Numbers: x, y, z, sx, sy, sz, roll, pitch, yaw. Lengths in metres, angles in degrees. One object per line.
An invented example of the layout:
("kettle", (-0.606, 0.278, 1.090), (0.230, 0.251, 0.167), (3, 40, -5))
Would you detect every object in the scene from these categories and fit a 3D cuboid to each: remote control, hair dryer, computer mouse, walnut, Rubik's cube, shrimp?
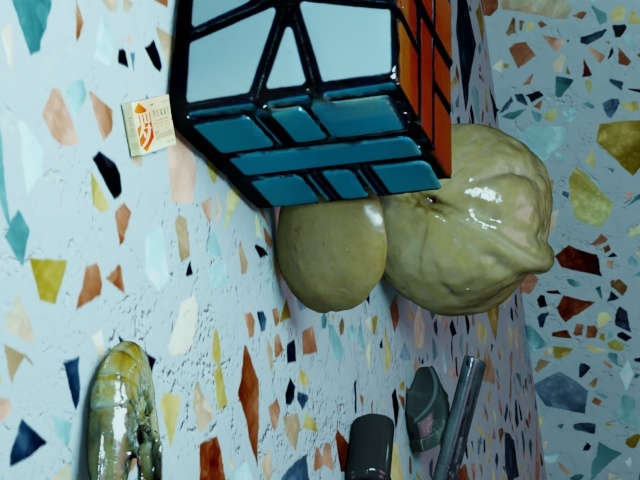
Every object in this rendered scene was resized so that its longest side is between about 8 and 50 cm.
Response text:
("remote control", (0.249, 0.409, 2.182), (0.107, 0.044, 0.378), (36, 68, -64))
("hair dryer", (0.093, 0.396, 1.883), (0.248, 0.070, 0.114), (76, 17, -49))
("computer mouse", (0.221, 0.332, 2.241), (0.231, 0.071, 0.126), (-52, 134, -65))
("walnut", (0.261, -0.035, 2.081), (0.381, 0.381, 0.381), (-6, 90, -72))
("Rubik's cube", (-0.001, -0.228, 1.415), (0.283, 0.288, 0.294), (51, 36, -60))
("shrimp", (-0.184, 0.207, 1.114), (0.150, 0.051, 0.217), (70, 19, -56))

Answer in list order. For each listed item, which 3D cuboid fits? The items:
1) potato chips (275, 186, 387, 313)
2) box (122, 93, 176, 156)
("potato chips", (0.000, -0.001, 1.541), (0.062, 0.195, 0.208), (-7, 131, -53))
("box", (-0.186, -0.126, 1.249), (0.093, 0.015, 0.058), (-36, 120, -70))
